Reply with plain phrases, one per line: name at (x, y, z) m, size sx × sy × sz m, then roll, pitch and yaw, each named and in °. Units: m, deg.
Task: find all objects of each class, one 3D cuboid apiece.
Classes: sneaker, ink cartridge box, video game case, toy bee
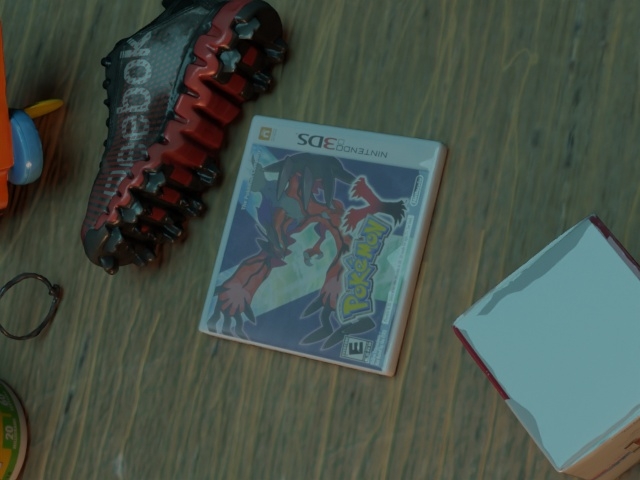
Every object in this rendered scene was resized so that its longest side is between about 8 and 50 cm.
sneaker at (-0.147, -0.106, 1.148) m, size 0.135 × 0.097 × 0.276 m, roll 28°, pitch 88°, yaw 26°
ink cartridge box at (0.197, 0.084, 0.914) m, size 0.127 × 0.176 × 0.128 m, roll -40°, pitch 67°, yaw 8°
video game case at (0.000, 0.000, 1.101) m, size 0.183 × 0.023 × 0.201 m, roll 10°, pitch 83°, yaw 25°
toy bee at (-0.343, -0.075, 1.192) m, size 0.162 × 0.195 × 0.298 m, roll 16°, pitch 96°, yaw 50°

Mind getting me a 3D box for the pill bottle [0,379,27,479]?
pill bottle at (-0.376, 0.166, 1.101) m, size 0.136 × 0.246 × 0.136 m, roll -5°, pitch 76°, yaw 22°
